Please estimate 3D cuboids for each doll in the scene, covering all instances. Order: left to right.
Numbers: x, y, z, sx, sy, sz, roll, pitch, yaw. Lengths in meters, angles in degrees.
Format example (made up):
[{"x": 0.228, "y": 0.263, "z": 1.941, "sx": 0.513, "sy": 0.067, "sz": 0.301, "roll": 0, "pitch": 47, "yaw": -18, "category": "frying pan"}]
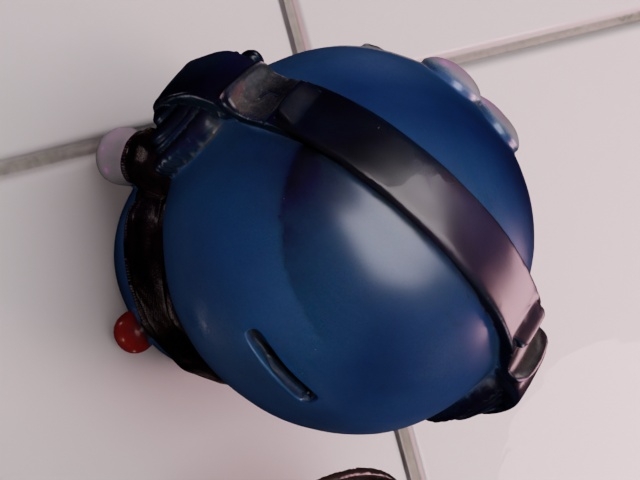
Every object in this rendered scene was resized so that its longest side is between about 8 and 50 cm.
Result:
[{"x": 0.000, "y": 0.000, "z": 1.173, "sx": 0.284, "sy": 0.310, "sz": 0.240, "roll": 47, "pitch": 62, "yaw": -20, "category": "doll"}]

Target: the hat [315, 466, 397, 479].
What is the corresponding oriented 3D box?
[{"x": -0.036, "y": 0.208, "z": 1.262, "sx": 0.193, "sy": 0.082, "sz": 0.193, "roll": -28, "pitch": 140, "yaw": -27, "category": "hat"}]
